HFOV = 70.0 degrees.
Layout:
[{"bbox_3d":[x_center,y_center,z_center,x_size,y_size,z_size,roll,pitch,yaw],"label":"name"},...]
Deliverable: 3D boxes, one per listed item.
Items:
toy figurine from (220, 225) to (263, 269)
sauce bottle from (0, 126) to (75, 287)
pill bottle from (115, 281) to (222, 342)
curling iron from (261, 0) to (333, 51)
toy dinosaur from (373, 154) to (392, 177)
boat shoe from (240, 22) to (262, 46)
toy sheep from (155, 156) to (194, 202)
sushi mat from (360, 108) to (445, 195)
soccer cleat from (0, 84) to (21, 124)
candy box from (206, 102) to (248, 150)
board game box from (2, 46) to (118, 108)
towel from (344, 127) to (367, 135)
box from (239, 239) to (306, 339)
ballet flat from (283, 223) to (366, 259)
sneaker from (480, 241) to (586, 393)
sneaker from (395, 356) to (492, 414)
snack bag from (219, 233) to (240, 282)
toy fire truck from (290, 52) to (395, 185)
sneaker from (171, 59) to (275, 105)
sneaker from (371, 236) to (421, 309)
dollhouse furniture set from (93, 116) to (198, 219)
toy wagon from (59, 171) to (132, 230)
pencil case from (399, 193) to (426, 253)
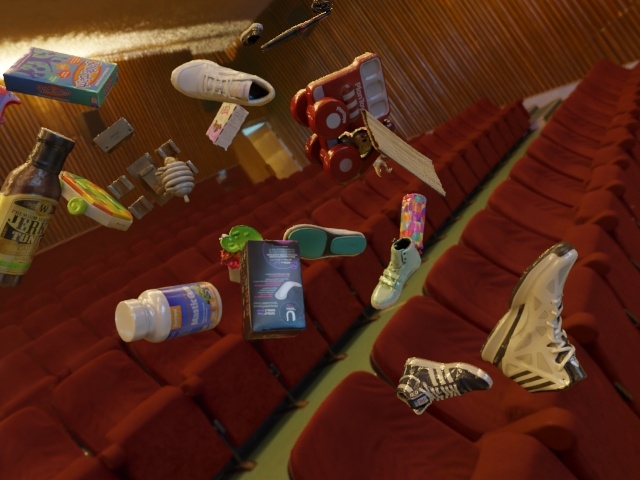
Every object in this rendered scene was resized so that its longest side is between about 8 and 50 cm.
[{"bbox_3d":[-0.314,0.049,1.677,0.173,0.130,0.159,-21,-25,-46],"label":"toy figurine"},{"bbox_3d":[-0.632,-0.072,0.975,0.111,0.111,0.344,-69,3,-88],"label":"sauce bottle"},{"bbox_3d":[-0.437,0.210,1.327,0.152,0.152,0.272,-35,-18,36],"label":"pill bottle"},{"bbox_3d":[-0.076,-0.679,1.446,0.274,0.068,0.035,-38,19,-5],"label":"curling iron"},{"bbox_3d":[0.175,-0.238,1.407,0.053,0.183,0.092,-23,-37,29],"label":"toy dinosaur"},{"bbox_3d":[-0.235,-0.682,1.540,0.049,0.040,0.142,3,-4,-28],"label":"boat shoe"},{"bbox_3d":[-0.377,-0.159,1.204,0.091,0.132,0.091,-21,-1,0],"label":"toy sheep"},{"bbox_3d":[0.225,-0.228,1.214,0.019,0.151,0.316,-36,-40,30],"label":"sushi mat"},{"bbox_3d":[-0.949,-0.327,1.277,0.083,0.095,0.248,5,65,57],"label":"soccer cleat"},{"bbox_3d":[-0.418,-0.521,2.039,0.196,0.070,0.165,-57,37,11],"label":"candy box"},{"bbox_3d":[-0.634,-0.406,1.134,0.160,0.210,0.047,-92,15,-45],"label":"board game box"},{"bbox_3d":[0.129,-0.356,1.672,0.199,0.031,0.275,-7,36,14],"label":"towel"},{"bbox_3d":[-0.146,0.147,1.357,0.165,0.270,0.143,1,-22,-18],"label":"box"},{"bbox_3d":[0.000,0.000,1.799,0.400,0.139,0.139,3,-26,-37],"label":"ballet flat"},{"bbox_3d":[0.652,0.237,1.262,0.169,0.257,0.447,-12,-51,-39],"label":"sneaker"},{"bbox_3d":[0.355,0.442,1.355,0.282,0.099,0.153,-4,36,42],"label":"sneaker"},{"bbox_3d":[-0.255,0.113,1.991,0.323,0.343,0.037,92,-167,-48],"label":"snack bag"},{"bbox_3d":[0.082,-0.309,1.220,0.254,0.302,0.169,-28,35,-10],"label":"toy fire truck"},{"bbox_3d":[-0.279,-0.466,1.350,0.305,0.114,0.152,1,18,-21],"label":"sneaker"},{"bbox_3d":[0.236,0.100,1.535,0.094,0.151,0.256,21,61,40],"label":"sneaker"},{"bbox_3d":[-0.513,-0.213,1.303,0.212,0.242,0.161,-43,20,-13],"label":"dollhouse furniture set"},{"bbox_3d":[-0.804,-0.153,1.558,0.068,0.344,0.267,-52,-13,1],"label":"toy wagon"},{"bbox_3d":[0.373,-0.068,1.846,0.104,0.104,0.236,146,133,-69],"label":"pencil case"}]
